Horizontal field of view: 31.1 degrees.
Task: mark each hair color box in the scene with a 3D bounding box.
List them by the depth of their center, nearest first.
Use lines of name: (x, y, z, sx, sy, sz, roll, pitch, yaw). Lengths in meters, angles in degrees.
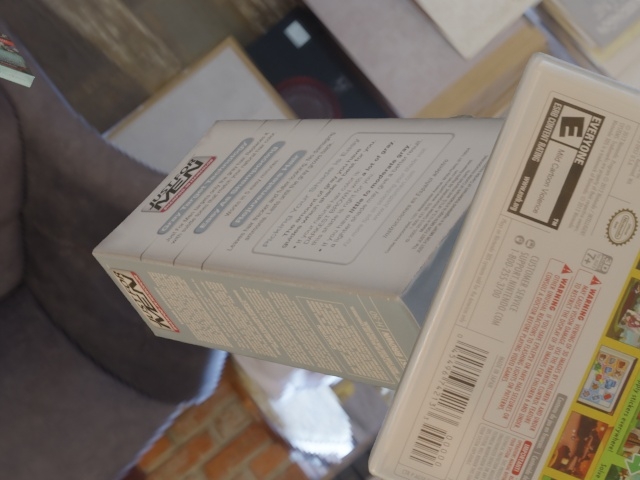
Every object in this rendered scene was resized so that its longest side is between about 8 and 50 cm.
hair color box: (0.000, 0.000, 0.934, 0.185, 0.374, 0.113, -50, 125, -27)

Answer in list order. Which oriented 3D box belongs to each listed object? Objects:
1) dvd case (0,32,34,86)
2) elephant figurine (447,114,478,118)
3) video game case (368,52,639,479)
dvd case: (-0.300, -0.169, 0.989, 0.087, 0.119, 0.013, 18, 106, -33)
elephant figurine: (0.148, -0.068, 1.319, 0.186, 0.239, 0.169, 17, 92, -26)
video game case: (0.158, 0.050, 0.563, 0.026, 0.206, 0.227, -64, 175, -77)
